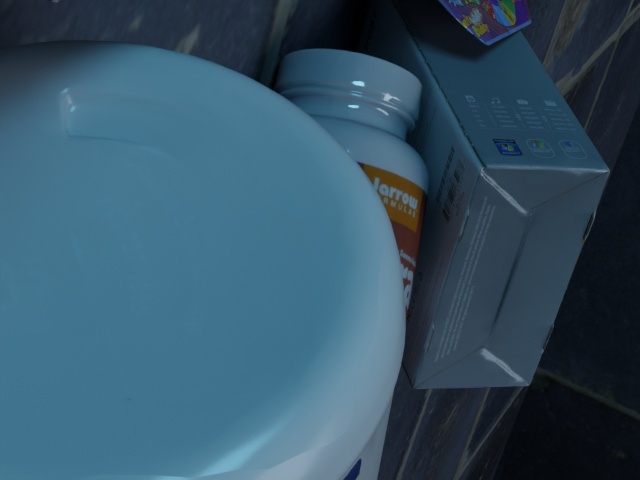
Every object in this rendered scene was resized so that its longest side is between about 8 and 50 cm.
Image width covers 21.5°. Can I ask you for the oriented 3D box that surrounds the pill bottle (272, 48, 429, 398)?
[{"bbox_3d":[0.000,0.000,1.024,0.121,0.121,0.216,55,44,-73],"label":"pill bottle"}]

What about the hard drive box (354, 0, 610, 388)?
[{"bbox_3d":[0.087,-0.044,1.125,0.232,0.089,0.181,-112,-151,-47],"label":"hard drive box"}]

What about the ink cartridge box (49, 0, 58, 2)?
[{"bbox_3d":[-0.092,-0.133,0.598,0.135,0.099,0.056,-30,143,-64],"label":"ink cartridge box"}]

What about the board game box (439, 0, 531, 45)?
[{"bbox_3d":[0.098,-0.196,1.085,0.033,0.133,0.169,-33,180,28],"label":"board game box"}]

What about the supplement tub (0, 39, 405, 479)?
[{"bbox_3d":[-0.095,0.104,0.705,0.235,0.235,0.324,-53,161,-36],"label":"supplement tub"}]
